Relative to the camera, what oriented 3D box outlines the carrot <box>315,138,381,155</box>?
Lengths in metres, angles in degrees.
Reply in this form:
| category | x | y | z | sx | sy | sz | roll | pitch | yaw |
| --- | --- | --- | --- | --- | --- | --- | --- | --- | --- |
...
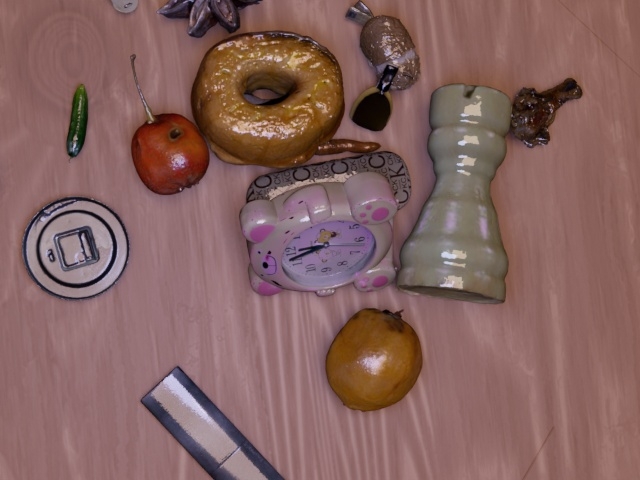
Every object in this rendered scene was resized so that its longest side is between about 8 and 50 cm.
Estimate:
| category | x | y | z | sx | sy | sz | roll | pitch | yaw |
| --- | --- | --- | --- | --- | --- | --- | --- | --- | --- |
| carrot | 0.051 | -0.204 | 1.945 | 0.165 | 0.035 | 0.035 | -4 | 87 | -11 |

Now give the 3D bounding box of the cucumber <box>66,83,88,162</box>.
| category | x | y | z | sx | sy | sz | roll | pitch | yaw |
| --- | --- | --- | --- | --- | --- | --- | --- | --- | --- |
| cucumber | -0.501 | -0.239 | 1.858 | 0.039 | 0.039 | 0.168 | 6 | 84 | -8 |

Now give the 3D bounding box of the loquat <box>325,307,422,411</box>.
| category | x | y | z | sx | sy | sz | roll | pitch | yaw |
| --- | --- | --- | --- | --- | --- | --- | --- | --- | --- |
| loquat | 0.111 | 0.243 | 1.864 | 0.187 | 0.176 | 0.234 | 32 | 85 | -23 |

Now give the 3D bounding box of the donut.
| category | x | y | z | sx | sy | sz | roll | pitch | yaw |
| --- | --- | --- | --- | --- | --- | --- | --- | --- | --- |
| donut | -0.108 | -0.297 | 1.857 | 0.317 | 0.150 | 0.299 | -40 | 83 | -13 |

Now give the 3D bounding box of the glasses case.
| category | x | y | z | sx | sy | sz | roll | pitch | yaw |
| --- | --- | --- | --- | --- | --- | --- | --- | --- | --- |
| glasses case | 0.019 | -0.101 | 1.906 | 0.355 | 0.085 | 0.137 | -12 | 92 | -9 |

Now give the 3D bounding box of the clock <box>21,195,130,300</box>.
| category | x | y | z | sx | sy | sz | roll | pitch | yaw |
| --- | --- | --- | --- | --- | --- | --- | --- | --- | --- |
| clock | -0.499 | 0.017 | 1.842 | 0.215 | 0.042 | 0.215 | 0 | 87 | -9 |

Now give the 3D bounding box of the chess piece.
| category | x | y | z | sx | sy | sz | roll | pitch | yaw |
| --- | --- | --- | --- | --- | --- | --- | --- | --- | --- |
| chess piece | 0.296 | -0.097 | 1.889 | 0.234 | 0.234 | 0.442 | 9 | 82 | -8 |

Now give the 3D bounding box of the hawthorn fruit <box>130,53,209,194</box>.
| category | x | y | z | sx | sy | sz | roll | pitch | yaw |
| --- | --- | --- | --- | --- | --- | --- | --- | --- | --- |
| hawthorn fruit | -0.336 | -0.228 | 1.814 | 0.165 | 0.165 | 0.285 | -32 | 102 | -9 |

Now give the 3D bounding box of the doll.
| category | x | y | z | sx | sy | sz | roll | pitch | yaw |
| --- | --- | --- | --- | --- | --- | --- | --- | --- | --- |
| doll | 0.142 | -0.425 | 1.939 | 0.105 | 0.115 | 0.221 | -24 | 82 | -14 |

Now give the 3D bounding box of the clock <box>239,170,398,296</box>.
| category | x | y | z | sx | sy | sz | roll | pitch | yaw |
| --- | --- | --- | --- | --- | --- | --- | --- | --- | --- |
| clock | 0.000 | 0.000 | 1.822 | 0.309 | 0.284 | 0.114 | -10 | 49 | -6 |

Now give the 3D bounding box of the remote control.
| category | x | y | z | sx | sy | sz | roll | pitch | yaw |
| --- | --- | --- | --- | --- | --- | --- | --- | --- | --- |
| remote control | -0.207 | 0.433 | 1.863 | 0.107 | 0.044 | 0.377 | -43 | 93 | -4 |

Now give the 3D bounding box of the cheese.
| category | x | y | z | sx | sy | sz | roll | pitch | yaw |
| --- | --- | --- | --- | --- | --- | --- | --- | --- | --- |
| cheese | 0.124 | -0.307 | 1.909 | 0.086 | 0.162 | 0.036 | 21 | 43 | -4 |

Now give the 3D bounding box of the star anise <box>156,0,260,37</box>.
| category | x | y | z | sx | sy | sz | roll | pitch | yaw |
| --- | --- | --- | --- | --- | --- | --- | --- | --- | --- |
| star anise | -0.221 | -0.525 | 1.886 | 0.236 | 0.109 | 0.223 | -5 | 75 | 7 |

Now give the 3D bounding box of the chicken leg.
| category | x | y | z | sx | sy | sz | roll | pitch | yaw |
| --- | --- | --- | --- | --- | --- | --- | --- | --- | --- |
| chicken leg | 0.493 | -0.297 | 2.003 | 0.125 | 0.080 | 0.196 | 40 | 74 | -15 |

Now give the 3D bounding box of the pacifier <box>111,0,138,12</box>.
| category | x | y | z | sx | sy | sz | roll | pitch | yaw |
| --- | --- | --- | --- | --- | --- | --- | --- | --- | --- |
| pacifier | -0.412 | -0.521 | 1.876 | 0.068 | 0.064 | 0.083 | -38 | 93 | -26 |
